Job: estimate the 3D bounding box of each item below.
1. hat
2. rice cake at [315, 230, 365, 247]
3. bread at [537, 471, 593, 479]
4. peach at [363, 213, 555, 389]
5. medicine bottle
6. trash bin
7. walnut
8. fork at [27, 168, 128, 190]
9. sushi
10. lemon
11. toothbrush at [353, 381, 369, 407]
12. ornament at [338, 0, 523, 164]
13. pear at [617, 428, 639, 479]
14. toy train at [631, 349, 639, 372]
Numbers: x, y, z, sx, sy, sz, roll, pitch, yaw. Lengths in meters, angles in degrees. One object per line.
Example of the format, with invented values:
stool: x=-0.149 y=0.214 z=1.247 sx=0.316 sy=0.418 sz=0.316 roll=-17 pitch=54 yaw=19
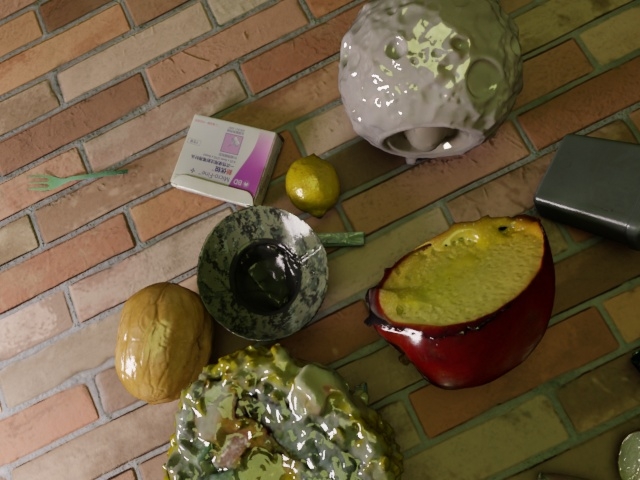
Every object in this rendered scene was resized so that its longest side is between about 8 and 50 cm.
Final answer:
hat: x=-0.104 y=0.073 z=1.134 sx=0.265 sy=0.128 sz=0.266 roll=-1 pitch=72 yaw=4
rice cake: x=0.000 y=0.000 z=1.182 sx=0.179 sy=0.042 sz=0.031 roll=-3 pitch=78 yaw=8
bread: x=0.452 y=0.484 z=0.938 sx=0.156 sy=0.158 sz=0.260 roll=-43 pitch=76 yaw=-7
peach: x=0.269 y=0.113 z=1.039 sx=0.361 sy=0.201 sz=0.257 roll=-38 pitch=37 yaw=-17
medicine bottle: x=-0.196 y=-0.165 z=1.249 sx=0.200 sy=0.052 sz=0.171 roll=16 pitch=80 yaw=14
trash bin: x=0.529 y=-0.090 z=1.058 sx=0.236 sy=0.101 sz=0.177 roll=24 pitch=82 yaw=39
walnut: x=-0.288 y=0.189 z=1.099 sx=0.192 sy=0.193 sz=0.226 roll=2 pitch=69 yaw=9
fork: x=-0.533 y=-0.136 z=1.308 sx=0.234 sy=0.021 sz=0.039 roll=-5 pitch=80 yaw=6
sushi: x=-0.061 y=0.366 z=0.993 sx=0.396 sy=0.240 sz=0.352 roll=30 pitch=86 yaw=18
lemon: x=-0.015 y=-0.107 z=1.177 sx=0.108 sy=0.109 sz=0.133 roll=-9 pitch=81 yaw=6
toothbrush: x=0.087 y=0.409 z=1.076 sx=0.028 sy=0.026 sz=0.295 roll=-9 pitch=75 yaw=15
ornament: x=0.195 y=-0.317 z=1.081 sx=0.336 sy=0.337 sz=0.338 roll=-2 pitch=76 yaw=8
pear: x=0.574 y=0.378 z=0.968 sx=0.104 sy=0.141 sz=0.141 roll=22 pitch=77 yaw=-29
toy train: x=0.675 y=0.263 z=0.976 sx=0.178 sy=0.138 sz=0.331 roll=-34 pitch=76 yaw=9
